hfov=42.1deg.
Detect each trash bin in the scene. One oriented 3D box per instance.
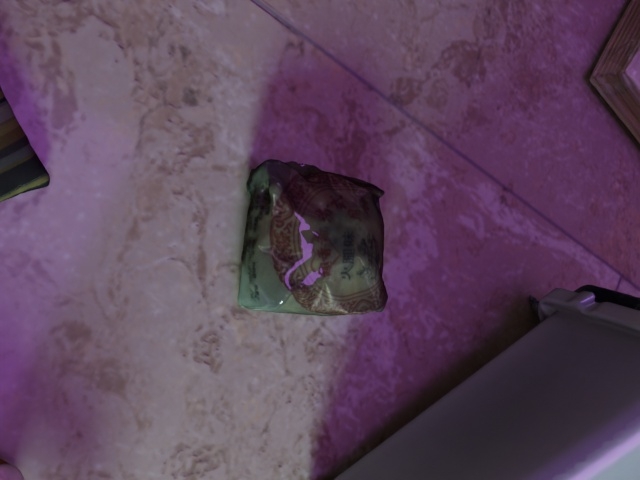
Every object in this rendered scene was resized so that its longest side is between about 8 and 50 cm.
[{"bbox_3d":[0.189,0.221,0.731,0.367,0.296,0.256,-28,108,-15],"label":"trash bin"}]

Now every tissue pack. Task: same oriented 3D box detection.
[{"bbox_3d":[0.453,-0.145,0.980,0.325,0.071,0.170,41,72,-25],"label":"tissue pack"}]

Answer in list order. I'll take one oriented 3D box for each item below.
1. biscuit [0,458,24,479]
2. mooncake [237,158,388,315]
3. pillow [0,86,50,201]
[{"bbox_3d":[-0.240,0.197,0.488,0.324,0.049,0.205,50,26,-18],"label":"biscuit"},{"bbox_3d":[0.000,0.000,0.690,0.130,0.073,0.125,5,86,-35],"label":"mooncake"},{"bbox_3d":[-0.287,-0.086,0.494,0.208,0.052,0.212,-42,116,-46],"label":"pillow"}]
